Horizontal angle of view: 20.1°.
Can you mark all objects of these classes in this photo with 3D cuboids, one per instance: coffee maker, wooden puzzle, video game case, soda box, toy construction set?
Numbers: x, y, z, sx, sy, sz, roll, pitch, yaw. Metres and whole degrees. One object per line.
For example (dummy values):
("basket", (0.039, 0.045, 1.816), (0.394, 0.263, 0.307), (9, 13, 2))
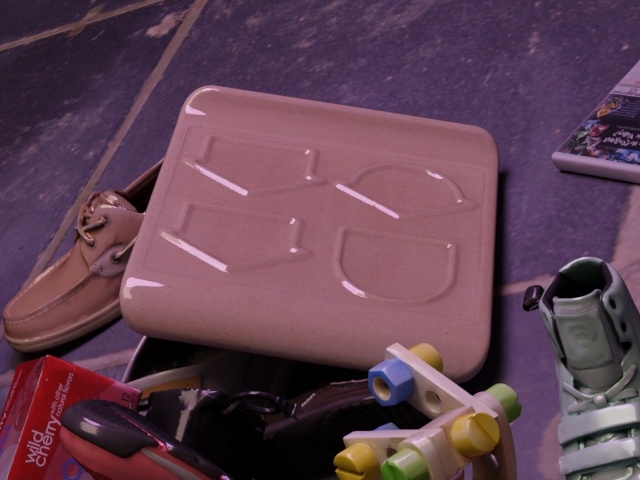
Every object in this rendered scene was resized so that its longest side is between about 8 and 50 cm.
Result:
("coffee maker", (-0.117, 0.219, 1.487), (0.171, 0.120, 0.178), (-39, 32, 53))
("wooden puzzle", (0.000, 0.000, 1.684), (0.322, 0.080, 0.348), (9, 39, 2))
("video game case", (0.339, -0.117, 1.715), (0.173, 0.022, 0.190), (-45, 33, -22))
("soda box", (-0.234, 0.231, 1.463), (0.083, 0.092, 0.263), (-20, 50, 62))
("toy construction set", (0.148, 0.199, 1.213), (0.151, 0.215, 0.327), (-21, 19, -23))

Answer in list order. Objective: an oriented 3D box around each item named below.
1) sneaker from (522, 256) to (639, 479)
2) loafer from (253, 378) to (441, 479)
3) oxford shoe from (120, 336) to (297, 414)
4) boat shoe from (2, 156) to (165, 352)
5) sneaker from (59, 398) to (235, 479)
("sneaker", (0.202, 0.125, 1.355), (0.094, 0.151, 0.256), (-17, 34, 21))
("loafer", (0.023, 0.147, 1.559), (0.220, 0.080, 0.078), (-14, 35, 29))
("oxford shoe", (-0.087, 0.044, 1.769), (0.169, 0.130, 0.449), (-18, 31, 26))
("boat shoe", (-0.219, -0.010, 1.986), (0.341, 0.110, 0.121), (-37, 30, -9))
("sneaker", (-0.102, 0.237, 1.333), (0.116, 0.314, 0.136), (25, 72, 47))
